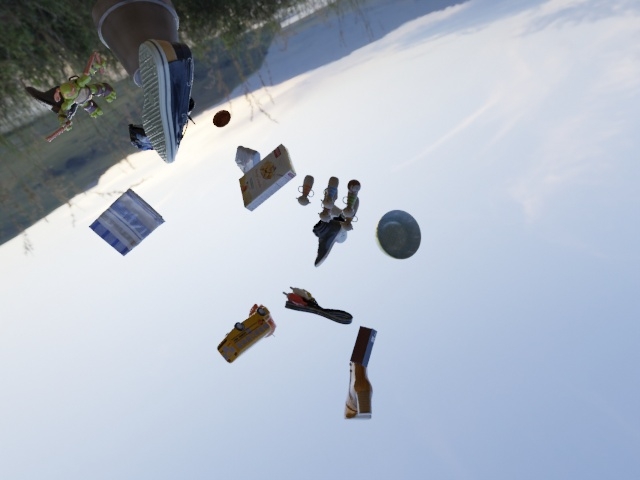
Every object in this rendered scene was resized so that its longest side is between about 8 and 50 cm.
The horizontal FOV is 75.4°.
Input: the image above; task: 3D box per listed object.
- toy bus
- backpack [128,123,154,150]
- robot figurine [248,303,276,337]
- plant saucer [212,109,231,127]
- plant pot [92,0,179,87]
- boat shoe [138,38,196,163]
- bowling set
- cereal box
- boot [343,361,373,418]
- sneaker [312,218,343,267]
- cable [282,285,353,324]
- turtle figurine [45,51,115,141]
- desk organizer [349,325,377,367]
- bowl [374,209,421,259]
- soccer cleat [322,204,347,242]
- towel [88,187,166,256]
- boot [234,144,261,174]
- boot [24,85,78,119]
[{"bbox_3d":[-0.348,0.444,1.989,0.108,0.130,0.332,-48,170,29],"label":"toy bus"},{"bbox_3d":[-0.796,-0.487,1.960,0.173,0.117,0.158,28,-143,28],"label":"backpack"},{"bbox_3d":[-0.334,0.461,2.351,0.128,0.158,0.219,-27,-129,-8],"label":"robot figurine"},{"bbox_3d":[-0.402,-0.497,1.694,0.083,0.013,0.084,-5,-110,14],"label":"plant saucer"},{"bbox_3d":[-0.696,-0.777,1.652,0.323,0.281,0.323,-22,174,-2],"label":"plant pot"},{"bbox_3d":[-0.526,-0.467,1.456,0.156,0.187,0.500,-32,160,-35],"label":"boat shoe"},{"bbox_3d":[0.062,-0.155,1.594,0.200,0.286,0.154,-16,-124,65],"label":"bowling set"},{"bbox_3d":[-0.209,-0.244,1.598,0.240,0.047,0.173,-37,-132,19],"label":"cereal box"},{"bbox_3d":[0.146,0.574,1.602,0.104,0.295,0.211,2,-121,-6],"label":"boot"},{"bbox_3d":[0.000,0.000,2.240,0.296,0.146,0.104,-60,-169,16],"label":"sneaker"},{"bbox_3d":[-0.019,0.243,1.551,0.287,0.072,0.139,15,-167,31],"label":"cable"},{"bbox_3d":[-0.676,-0.400,1.161,0.270,0.087,0.217,-59,-170,7],"label":"turtle figurine"},{"bbox_3d":[0.150,0.367,1.440,0.050,0.047,0.130,7,-111,36],"label":"desk organizer"},{"bbox_3d":[0.426,-0.023,2.427,0.289,0.290,0.156,-36,-176,-21],"label":"bowl"},{"bbox_3d":[0.112,-0.076,2.437,0.143,0.331,0.116,29,-112,38],"label":"soccer cleat"},{"bbox_3d":[-0.859,-0.075,1.839,0.285,0.209,0.034,-37,-159,13],"label":"towel"},{"bbox_3d":[-0.374,-0.374,2.139,0.123,0.258,0.095,27,-132,17],"label":"boot"},{"bbox_3d":[-1.048,-0.566,1.634,0.106,0.219,0.082,-55,176,-12],"label":"boot"}]
